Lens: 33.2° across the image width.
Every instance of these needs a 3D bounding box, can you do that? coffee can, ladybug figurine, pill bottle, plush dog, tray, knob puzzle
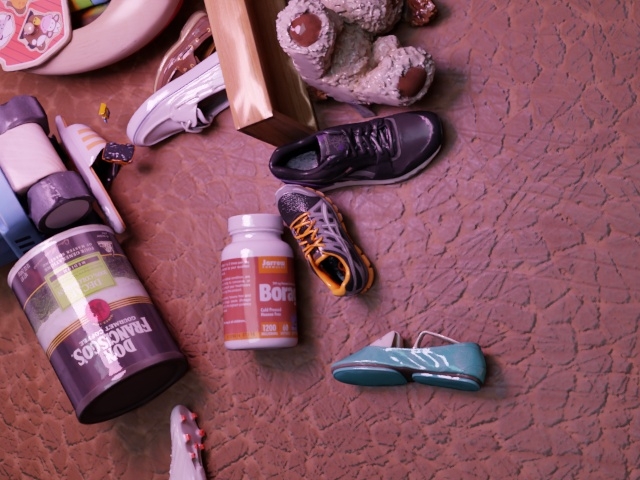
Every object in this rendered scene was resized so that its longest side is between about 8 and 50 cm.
[{"bbox_3d":[-0.377,0.141,1.812,0.201,0.201,0.275,-37,72,14],"label":"coffee can"},{"bbox_3d":[-0.414,-0.439,1.907,0.449,0.162,0.305,-5,84,22],"label":"ladybug figurine"},{"bbox_3d":[-0.101,0.069,1.751,0.121,0.121,0.216,-6,83,21],"label":"pill bottle"},{"bbox_3d":[0.055,-0.342,1.717,0.262,0.210,0.225,23,78,-14],"label":"plush dog"},{"bbox_3d":[-0.115,-0.362,1.756,0.076,0.203,0.411,-17,78,19],"label":"tray"},{"bbox_3d":[-0.507,-0.380,1.836,0.213,0.030,0.213,-2,85,22],"label":"knob puzzle"}]

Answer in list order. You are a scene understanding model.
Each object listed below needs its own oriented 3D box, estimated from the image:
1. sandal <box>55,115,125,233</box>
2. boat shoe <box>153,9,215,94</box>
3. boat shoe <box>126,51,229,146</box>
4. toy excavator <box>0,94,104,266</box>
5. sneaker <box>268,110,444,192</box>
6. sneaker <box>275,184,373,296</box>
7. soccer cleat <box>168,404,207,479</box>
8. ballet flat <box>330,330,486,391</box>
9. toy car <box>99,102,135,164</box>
[{"bbox_3d":[-0.386,-0.124,1.902,0.076,0.102,0.265,-29,64,-13],"label":"sandal"},{"bbox_3d":[-0.230,-0.313,1.873,0.060,0.064,0.178,33,95,23],"label":"boat shoe"},{"bbox_3d":[-0.220,-0.230,1.845,0.258,0.095,0.084,-37,68,16],"label":"boat shoe"},{"bbox_3d":[-0.623,-0.002,1.896,0.445,0.433,0.222,-28,73,-12],"label":"toy excavator"},{"bbox_3d":[0.054,-0.139,1.708,0.283,0.124,0.107,-17,79,20],"label":"sneaker"},{"bbox_3d":[0.000,0.000,1.712,0.215,0.083,0.084,50,119,5],"label":"sneaker"},{"bbox_3d":[-0.229,0.376,1.803,0.076,0.068,0.196,-20,80,22],"label":"soccer cleat"},{"bbox_3d":[0.140,0.184,1.675,0.247,0.083,0.087,0,60,22],"label":"ballet flat"},{"bbox_3d":[-0.349,-0.182,1.873,0.060,0.040,0.122,-10,67,5],"label":"toy car"}]
